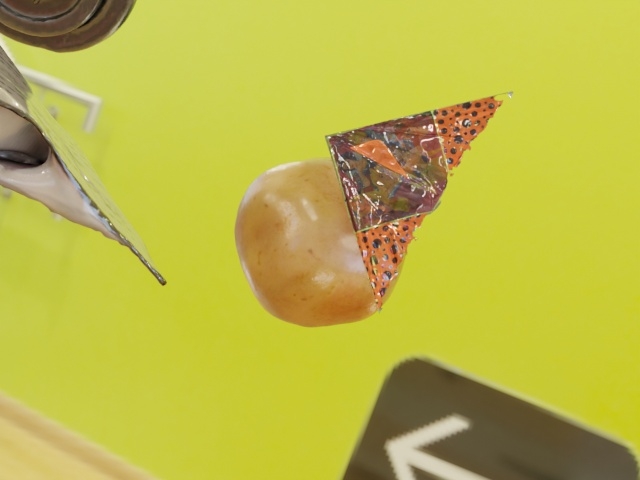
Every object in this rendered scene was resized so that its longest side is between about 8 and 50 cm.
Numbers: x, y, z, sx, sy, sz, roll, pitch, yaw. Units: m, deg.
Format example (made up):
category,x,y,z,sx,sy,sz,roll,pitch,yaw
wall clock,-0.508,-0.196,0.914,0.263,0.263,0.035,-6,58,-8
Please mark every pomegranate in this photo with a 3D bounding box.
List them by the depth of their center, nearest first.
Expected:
category,x,y,z,sx,sy,sz,roll,pitch,yaw
pomegranate,-0.002,0.004,1.668,0.209,0.209,0.209,20,7,-3

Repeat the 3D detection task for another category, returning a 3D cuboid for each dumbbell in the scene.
category,x,y,z,sx,sy,sz,roll,pitch,yaw
dumbbell,-0.256,-0.306,1.424,0.192,0.192,0.290,20,30,-3

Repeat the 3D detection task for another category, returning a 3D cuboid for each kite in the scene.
category,x,y,z,sx,sy,sz,roll,pitch,yaw
kite,0.055,-0.061,1.210,0.125,0.222,0.008,29,-8,18

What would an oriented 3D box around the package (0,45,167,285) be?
category,x,y,z,sx,sy,sz,roll,pitch,yaw
package,-0.215,-0.083,1.001,0.251,0.062,0.204,39,8,-32
